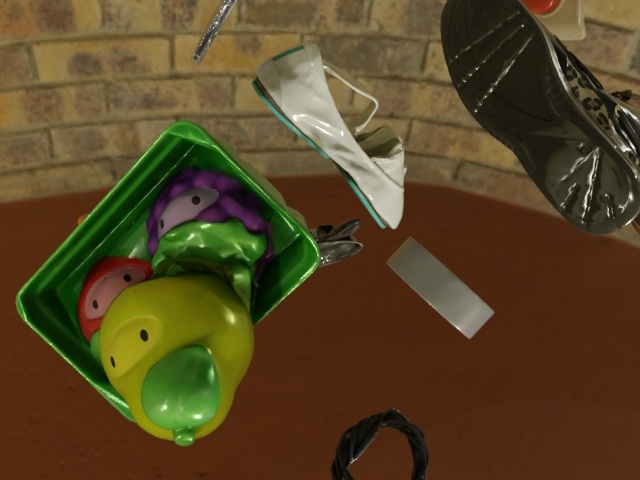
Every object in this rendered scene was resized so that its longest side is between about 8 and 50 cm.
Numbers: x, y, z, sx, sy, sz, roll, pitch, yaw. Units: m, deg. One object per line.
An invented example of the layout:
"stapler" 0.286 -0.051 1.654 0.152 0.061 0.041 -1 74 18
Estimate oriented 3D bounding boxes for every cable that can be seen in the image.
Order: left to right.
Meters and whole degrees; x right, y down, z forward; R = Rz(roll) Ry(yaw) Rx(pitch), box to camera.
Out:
"cable" 0.093 0.351 1.186 0.150 0.047 0.184 8 -114 6

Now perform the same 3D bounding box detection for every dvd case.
"dvd case" -0.129 -0.358 1.110 0.018 0.164 0.221 29 -154 -17

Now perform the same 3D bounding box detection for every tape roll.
"tape roll" 0.229 0.090 1.470 0.072 0.219 0.219 -48 -121 4

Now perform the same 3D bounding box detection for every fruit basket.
"fruit basket" -0.190 0.071 0.932 0.283 0.392 0.392 45 -129 -5

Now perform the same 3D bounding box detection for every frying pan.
"frying pan" -0.029 0.007 1.278 0.197 0.326 0.053 -13 -103 1

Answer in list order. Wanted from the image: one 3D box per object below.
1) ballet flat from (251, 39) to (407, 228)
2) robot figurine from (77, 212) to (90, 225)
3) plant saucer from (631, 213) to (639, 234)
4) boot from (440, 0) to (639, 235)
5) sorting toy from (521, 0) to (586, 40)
"ballet flat" 0.056 -0.160 1.211 0.139 0.400 0.139 -23 -135 25
"robot figurine" -0.358 0.051 1.361 0.219 0.158 0.128 62 -156 12
"plant saucer" 0.438 -0.028 0.900 0.168 0.029 0.168 1 -137 -1
"boot" 0.214 -0.120 0.660 0.178 0.085 0.236 -16 -110 -50
"sorting toy" 0.246 -0.405 1.122 0.041 0.229 0.307 -27 -153 -32
